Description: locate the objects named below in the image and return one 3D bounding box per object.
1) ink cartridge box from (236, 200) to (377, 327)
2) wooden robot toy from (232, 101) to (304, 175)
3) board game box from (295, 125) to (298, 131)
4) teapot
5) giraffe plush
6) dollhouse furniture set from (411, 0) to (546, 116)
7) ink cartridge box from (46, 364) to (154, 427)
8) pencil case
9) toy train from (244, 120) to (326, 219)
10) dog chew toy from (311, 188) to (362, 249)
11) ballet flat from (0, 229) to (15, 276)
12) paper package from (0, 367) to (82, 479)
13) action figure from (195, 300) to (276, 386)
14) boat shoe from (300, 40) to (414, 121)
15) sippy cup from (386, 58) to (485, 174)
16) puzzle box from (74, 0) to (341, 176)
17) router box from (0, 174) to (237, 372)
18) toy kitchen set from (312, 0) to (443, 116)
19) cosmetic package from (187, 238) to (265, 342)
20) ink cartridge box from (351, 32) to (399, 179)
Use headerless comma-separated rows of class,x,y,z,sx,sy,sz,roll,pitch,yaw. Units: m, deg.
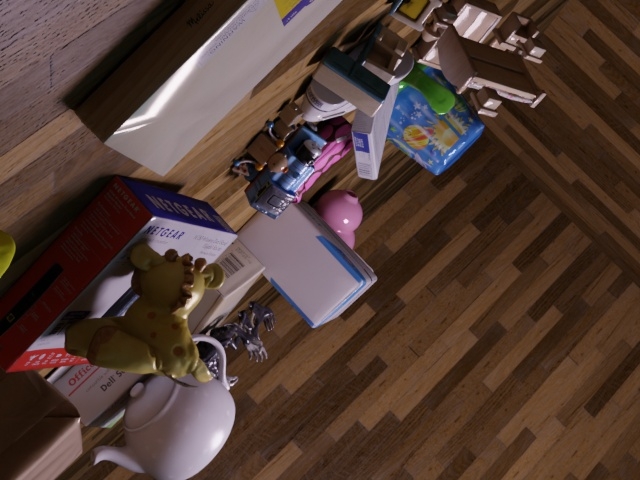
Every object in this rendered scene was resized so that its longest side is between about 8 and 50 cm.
ink cartridge box,-0.026,0.048,2.445,0.166,0.285,0.395,-44,173,5
wooden robot toy,-0.077,-0.155,1.755,0.173,0.079,0.076,-46,173,18
board game box,-0.078,-0.170,1.917,0.090,0.020,0.090,-43,174,-15
teapot,-0.308,0.348,2.047,0.252,0.187,0.256,-29,-151,26
giraffe plush,-0.225,0.094,1.371,0.181,0.210,0.171,17,85,-58
dollhouse furniture set,0.340,-0.317,2.057,0.303,0.356,0.174,10,136,-33
ink cartridge box,-0.436,0.282,2.108,0.207,0.119,0.353,-44,173,-9
pencil case,-0.010,-0.166,2.065,0.209,0.095,0.098,-45,-151,-8
toy train,-0.064,-0.130,1.815,0.080,0.105,0.184,28,114,-38
dog chew toy,0.000,0.000,2.762,0.332,0.206,0.206,-56,170,24
ballet flat,-0.409,0.047,1.014,0.231,0.077,0.077,-39,155,-28
paper package,-0.563,0.375,1.697,0.309,0.168,0.325,-42,172,-23
action figure,-0.200,0.247,2.296,0.164,0.141,0.275,-35,-178,35
boat shoe,0.060,-0.285,1.798,0.258,0.095,0.084,-27,168,-36
sippy cup,0.254,-0.285,2.366,0.240,0.224,0.305,-48,172,27
puzzle box,-0.089,-0.250,1.184,0.409,0.052,0.272,-45,173,0
router box,-0.305,0.057,1.495,0.301,0.082,0.335,-45,166,8
toy kitchen set,0.100,-0.343,1.669,0.166,0.122,0.207,-50,-169,41
cosmetic package,-0.270,0.141,2.298,0.160,0.113,0.309,-38,170,-46
ink cartridge box,0.111,-0.266,2.006,0.223,0.045,0.224,74,29,-69
